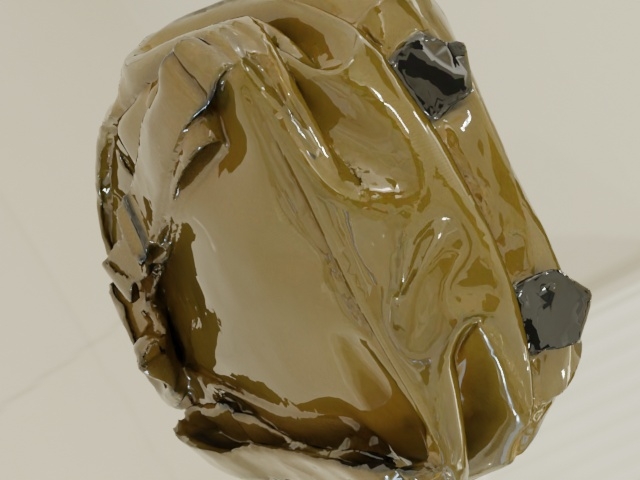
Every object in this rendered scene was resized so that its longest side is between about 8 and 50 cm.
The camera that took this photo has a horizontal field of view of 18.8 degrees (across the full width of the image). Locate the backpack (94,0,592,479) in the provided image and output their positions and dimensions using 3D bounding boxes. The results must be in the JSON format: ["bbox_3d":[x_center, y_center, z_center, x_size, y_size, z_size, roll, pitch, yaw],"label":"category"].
[{"bbox_3d":[-0.006,0.001,1.191,0.201,0.378,0.353,-25,97,-29],"label":"backpack"}]
